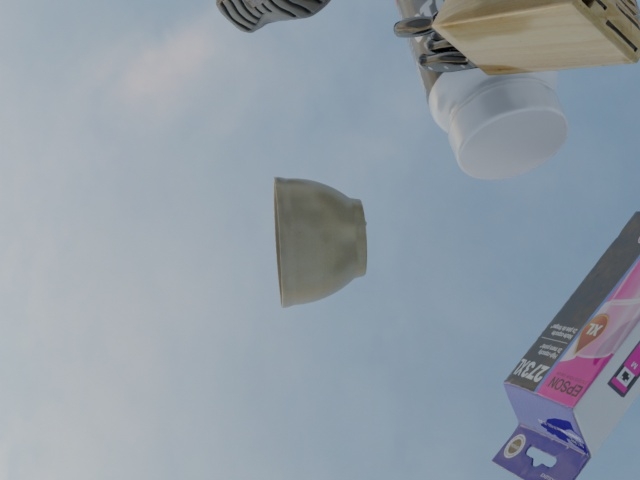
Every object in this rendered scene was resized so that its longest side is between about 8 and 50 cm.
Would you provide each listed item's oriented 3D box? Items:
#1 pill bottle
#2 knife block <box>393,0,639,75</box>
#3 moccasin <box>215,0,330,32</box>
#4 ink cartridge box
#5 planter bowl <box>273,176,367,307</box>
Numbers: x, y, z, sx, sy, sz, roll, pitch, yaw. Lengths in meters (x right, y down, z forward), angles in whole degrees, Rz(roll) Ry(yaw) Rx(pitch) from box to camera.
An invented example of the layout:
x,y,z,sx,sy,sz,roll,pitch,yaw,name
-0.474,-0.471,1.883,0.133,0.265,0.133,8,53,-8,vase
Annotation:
x,y,z,sx,sy,sz,roll,pitch,yaw,name
0.197,-0.228,1.226,0.161,0.161,0.283,-24,-123,18,pill bottle
0.172,-0.209,0.960,0.242,0.088,0.276,-40,-150,32,knife block
-0.050,-0.437,1.642,0.139,0.380,0.147,40,-103,-15,moccasin
0.333,0.122,1.174,0.069,0.175,0.371,39,-98,-13,ink cartridge box
0.000,0.000,1.227,0.109,0.162,0.162,-3,-105,-5,planter bowl
